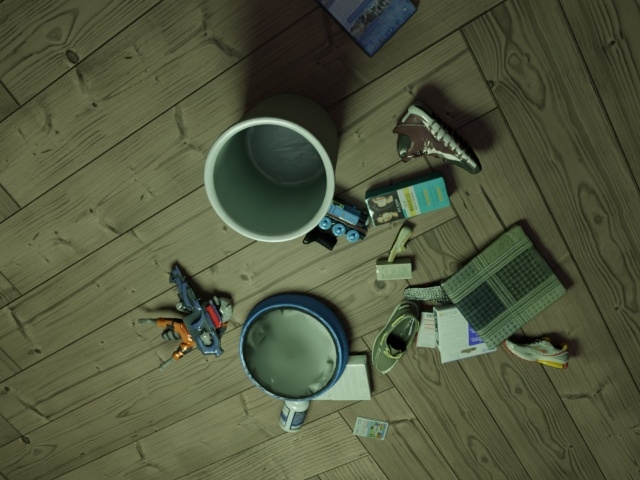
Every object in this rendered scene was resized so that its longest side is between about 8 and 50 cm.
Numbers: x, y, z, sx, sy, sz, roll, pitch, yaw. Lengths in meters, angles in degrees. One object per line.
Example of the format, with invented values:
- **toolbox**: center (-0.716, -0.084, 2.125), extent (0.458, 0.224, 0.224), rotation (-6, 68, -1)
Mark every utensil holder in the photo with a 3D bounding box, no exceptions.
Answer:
- **utensil holder**: center (-0.111, -0.223, 1.544), extent (0.327, 0.385, 0.328), rotation (2, 116, 4)

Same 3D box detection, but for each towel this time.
- **towel**: center (0.593, 0.149, 1.810), extent (0.324, 0.056, 0.312), rotation (-38, 104, 6)

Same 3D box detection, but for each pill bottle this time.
- **pill bottle**: center (-0.094, 0.625, 2.093), extent (0.094, 0.094, 0.169), rotation (15, 117, -2)

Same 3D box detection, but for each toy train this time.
- **toy train**: center (0.072, -0.069, 1.768), extent (0.184, 0.080, 0.105), rotation (25, 109, -6)

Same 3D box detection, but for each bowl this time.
- **bowl**: center (-0.099, 0.381, 1.947), extent (0.391, 0.077, 0.391), rotation (3, 104, 11)

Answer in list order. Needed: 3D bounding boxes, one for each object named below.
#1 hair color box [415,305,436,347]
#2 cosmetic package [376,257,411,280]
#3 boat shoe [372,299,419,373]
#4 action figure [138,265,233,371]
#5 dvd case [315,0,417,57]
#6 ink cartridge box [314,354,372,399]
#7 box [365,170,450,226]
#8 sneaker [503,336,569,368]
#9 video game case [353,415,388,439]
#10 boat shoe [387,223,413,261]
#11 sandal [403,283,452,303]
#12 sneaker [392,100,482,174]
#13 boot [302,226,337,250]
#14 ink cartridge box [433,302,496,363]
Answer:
- **hair color box**: center (0.371, 0.298, 1.927), extent (0.071, 0.043, 0.141), rotation (5, 116, 2)
- **cosmetic package**: center (0.242, 0.095, 1.846), extent (0.115, 0.041, 0.060), rotation (-2, 115, 7)
- **boat shoe**: center (0.256, 0.349, 1.934), extent (0.109, 0.091, 0.305), rotation (20, 115, -4)
- **action figure**: center (-0.460, 0.263, 1.962), extent (0.330, 0.178, 0.341), rotation (-22, 84, 8)
- **dvd case**: center (0.113, -0.654, 1.523), extent (0.253, 0.022, 0.180), rotation (42, 112, -14)
- **ink cartridge box**: center (0.067, 0.503, 2.040), extent (0.224, 0.056, 0.181), rotation (-3, 122, 13)
- **box**: center (0.267, -0.128, 1.730), extent (0.244, 0.060, 0.101), rotation (-16, 112, 12)
- **sneaker**: center (0.737, 0.367, 1.912), extent (0.225, 0.088, 0.093), rotation (12, 95, 0)
- **video game case**: center (0.194, 0.724, 2.159), extent (0.122, 0.011, 0.087), rotation (11, 115, 1)
- **boat shoe**: center (0.257, 0.015, 1.803), extent (0.045, 0.050, 0.135), rotation (23, 115, 1)
- **sandal**: center (0.369, 0.172, 1.877), extent (0.179, 0.040, 0.067), rotation (0, 110, 21)
- **sneaker**: center (0.329, -0.263, 1.650), extent (0.281, 0.106, 0.162), rotation (43, 118, -3)
- **boot**: center (0.000, 0.001, 1.786), extent (0.099, 0.121, 0.045), rotation (34, 116, -3)
- **ink cartridge box**: center (0.490, 0.299, 1.889), extent (0.206, 0.045, 0.208), rotation (-11, 112, -6)
